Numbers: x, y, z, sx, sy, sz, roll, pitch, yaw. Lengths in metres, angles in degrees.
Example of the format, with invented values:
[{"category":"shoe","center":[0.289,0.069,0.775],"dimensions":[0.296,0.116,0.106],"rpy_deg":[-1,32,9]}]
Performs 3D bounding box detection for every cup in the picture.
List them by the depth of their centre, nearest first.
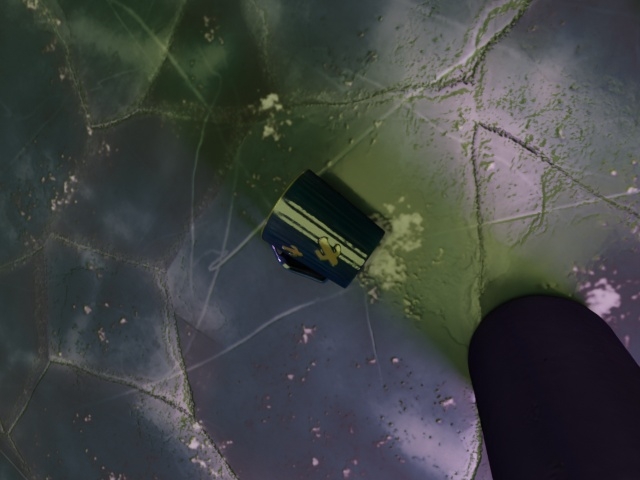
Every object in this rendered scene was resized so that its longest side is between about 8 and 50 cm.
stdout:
[{"category":"cup","center":[0.000,0.000,0.681],"dimensions":[0.155,0.131,0.177],"rpy_deg":[34,134,6]}]

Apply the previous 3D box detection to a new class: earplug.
[{"category":"earplug","center":[0.273,0.223,0.449],"dimensions":[0.215,0.456,0.215],"rpy_deg":[3,101,16]}]
